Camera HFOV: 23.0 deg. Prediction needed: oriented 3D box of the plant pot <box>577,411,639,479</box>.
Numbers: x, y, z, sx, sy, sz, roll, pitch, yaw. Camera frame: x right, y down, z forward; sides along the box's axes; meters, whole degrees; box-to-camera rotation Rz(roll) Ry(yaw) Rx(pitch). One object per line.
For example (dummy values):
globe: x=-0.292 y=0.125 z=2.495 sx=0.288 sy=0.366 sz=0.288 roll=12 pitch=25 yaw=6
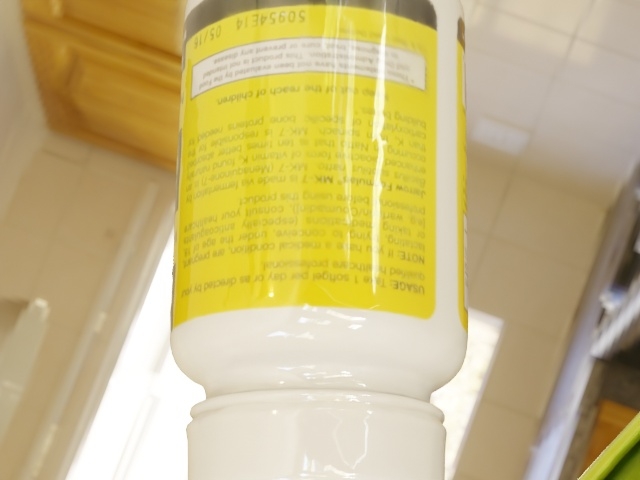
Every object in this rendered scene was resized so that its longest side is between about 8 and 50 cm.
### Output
plant pot: x=0.217 y=0.200 z=0.810 sx=0.228 sy=0.207 sz=0.227 roll=-51 pitch=-8 yaw=11

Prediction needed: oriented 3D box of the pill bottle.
pill bottle: x=0.000 y=0.000 z=0.630 sx=0.119 sy=0.119 sz=0.208 roll=100 pitch=171 yaw=-73
